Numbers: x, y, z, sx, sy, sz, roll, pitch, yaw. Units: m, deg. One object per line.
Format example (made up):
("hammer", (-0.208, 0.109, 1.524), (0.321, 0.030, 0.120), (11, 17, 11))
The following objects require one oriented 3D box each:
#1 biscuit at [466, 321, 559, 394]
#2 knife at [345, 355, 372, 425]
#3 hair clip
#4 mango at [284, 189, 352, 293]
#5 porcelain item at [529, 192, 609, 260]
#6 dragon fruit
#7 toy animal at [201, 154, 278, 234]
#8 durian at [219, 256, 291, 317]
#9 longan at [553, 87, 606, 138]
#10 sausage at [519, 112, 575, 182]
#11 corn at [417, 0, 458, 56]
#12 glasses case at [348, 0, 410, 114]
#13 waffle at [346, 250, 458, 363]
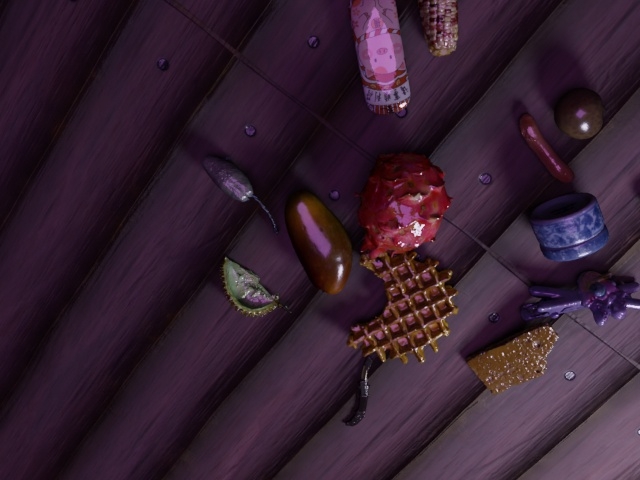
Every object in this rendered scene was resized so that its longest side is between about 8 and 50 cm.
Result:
("biscuit", (0.489, 0.290, 1.524), (0.237, 0.026, 0.131), (-35, 105, 30))
("knife", (0.112, 0.403, 1.633), (0.045, 0.021, 0.222), (15, 110, 4))
("hair clip", (0.611, 0.142, 1.442), (0.278, 0.137, 0.090), (-11, 142, 11))
("mango", (0.000, 0.000, 1.464), (0.133, 0.111, 0.267), (-14, 108, 27))
("porcelain item", (0.551, -0.027, 1.373), (0.147, 0.147, 0.114), (-22, 106, 13))
("dragon fruit", (0.177, -0.065, 1.379), (0.210, 0.205, 0.268), (14, 119, -26))
("toy animal", (-0.178, -0.111, 1.465), (0.253, 0.079, 0.070), (44, 108, -8))
("durian", (-0.179, 0.137, 1.553), (0.215, 0.086, 0.100), (41, 94, -5))
("longan", (0.556, -0.270, 1.320), (0.113, 0.092, 0.113), (-1, 101, -5))
("sausage", (0.499, -0.201, 1.377), (0.043, 0.043, 0.186), (-38, 100, 16))
("corn", (0.239, -0.510, 1.282), (0.086, 0.086, 0.253), (-7, 108, 9))
("glasses case", (0.129, -0.406, 1.337), (0.103, 0.067, 0.267), (-10, 106, 11))
("waffle", (0.204, 0.161, 1.521), (0.259, 0.069, 0.293), (11, 107, 0))
